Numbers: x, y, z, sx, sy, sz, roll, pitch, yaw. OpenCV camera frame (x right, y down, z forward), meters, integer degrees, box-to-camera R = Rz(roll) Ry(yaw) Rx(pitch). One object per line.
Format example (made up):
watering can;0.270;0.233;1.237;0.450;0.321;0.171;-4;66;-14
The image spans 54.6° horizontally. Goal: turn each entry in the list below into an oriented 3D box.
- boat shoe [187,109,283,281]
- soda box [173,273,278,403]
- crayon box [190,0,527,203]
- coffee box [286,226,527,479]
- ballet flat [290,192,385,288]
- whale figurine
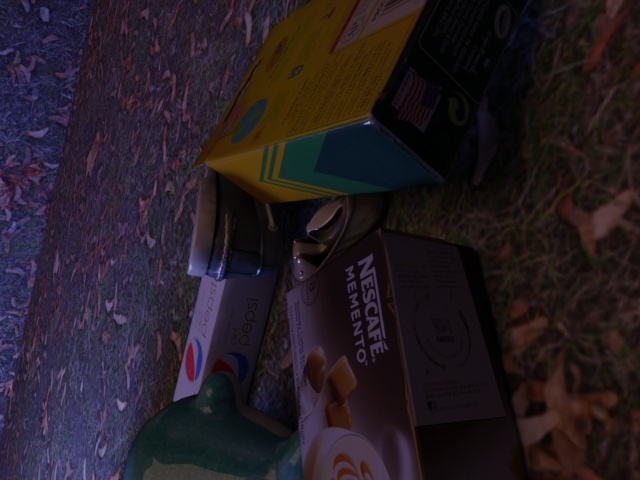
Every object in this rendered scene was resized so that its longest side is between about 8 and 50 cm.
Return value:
boat shoe;-0.091;-0.059;0.737;0.319;0.099;0.116;-95;18;-57
soda box;-0.117;0.114;0.759;0.074;0.069;0.216;26;104;57
crayon box;0.015;-0.140;0.549;0.319;0.081;0.202;1;61;58
coffee box;0.058;0.134;0.451;0.141;0.098;0.246;-36;53;48
ballet flat;0.000;0.000;0.622;0.168;0.052;0.057;-52;42;37
whale figurine;-0.092;0.239;0.606;0.272;0.141;0.216;-17;84;43
